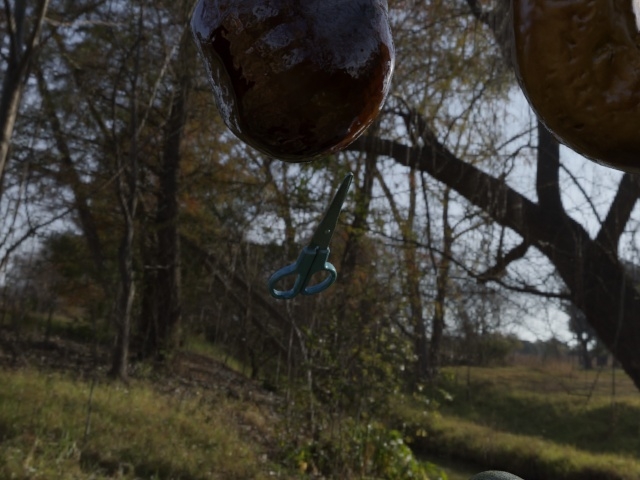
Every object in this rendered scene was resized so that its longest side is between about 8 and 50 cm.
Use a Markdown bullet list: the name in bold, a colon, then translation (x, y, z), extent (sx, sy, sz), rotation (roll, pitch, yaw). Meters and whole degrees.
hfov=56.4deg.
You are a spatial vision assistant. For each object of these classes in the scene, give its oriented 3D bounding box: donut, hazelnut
- **donut**: translation (0.221, -0.140, 0.344), extent (0.226, 0.227, 0.113), rotation (0, 12, 26)
- **hazelnut**: translation (-0.023, -0.198, 0.635), extent (0.217, 0.252, 0.217), rotation (-11, -35, -8)

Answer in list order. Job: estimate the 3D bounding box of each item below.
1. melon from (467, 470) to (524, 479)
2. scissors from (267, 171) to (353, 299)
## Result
- **melon**: translation (0.279, 0.429, 0.920), extent (0.192, 0.139, 0.139), rotation (34, -28, -34)
- **scissors**: translation (0.000, 0.000, 1.465), extent (0.192, 0.029, 0.447), rotation (-5, -40, -27)
